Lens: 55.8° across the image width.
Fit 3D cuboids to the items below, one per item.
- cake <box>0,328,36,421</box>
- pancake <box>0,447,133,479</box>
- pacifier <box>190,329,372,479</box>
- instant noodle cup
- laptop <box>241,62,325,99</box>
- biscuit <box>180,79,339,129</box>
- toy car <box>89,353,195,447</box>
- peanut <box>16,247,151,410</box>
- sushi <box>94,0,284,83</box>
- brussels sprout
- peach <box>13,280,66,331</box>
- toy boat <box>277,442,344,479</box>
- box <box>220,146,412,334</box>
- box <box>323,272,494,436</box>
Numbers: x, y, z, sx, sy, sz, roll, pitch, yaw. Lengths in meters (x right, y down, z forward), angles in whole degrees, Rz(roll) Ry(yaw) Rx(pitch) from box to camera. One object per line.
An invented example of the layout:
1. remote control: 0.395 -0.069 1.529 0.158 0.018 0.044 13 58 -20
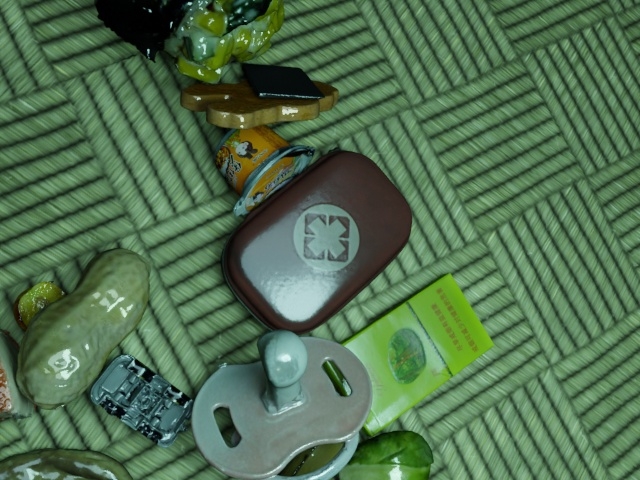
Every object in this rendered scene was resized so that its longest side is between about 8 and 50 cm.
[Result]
1. cake: -0.617 0.225 0.976 0.262 0.158 0.159 -4 77 -15
2. pancake: -0.452 0.491 1.026 0.295 0.049 0.294 2 81 -14
3. pacifier: -0.067 0.274 1.067 0.332 0.220 0.273 -19 101 -18
4. instant noodle cup: -0.127 -0.156 1.182 0.125 0.177 0.208 45 54 11
5. laptop: -0.079 -0.320 1.225 0.135 0.197 0.016 -1 122 -17
6. biscuit: -0.105 -0.272 1.192 0.334 0.202 0.047 -20 129 -39
7. toy car: -0.319 0.282 1.082 0.191 0.100 0.097 45 70 -24
8. peanut: -0.399 0.139 1.040 0.149 0.149 0.313 37 55 -6
9. sushi: -0.211 -0.459 1.118 0.285 0.328 0.328 39 114 -11
10. brussels sprout: 0.127 0.427 1.141 0.183 0.145 0.131 -14 89 -18
11. peach: -0.499 0.124 1.075 0.098 0.061 0.098 14 71 -47
12. toy boat: -0.053 0.468 1.103 0.089 0.121 0.321 39 59 -5
13. box: 0.000 0.000 1.209 0.404 0.108 0.263 -42 92 -18
14. box: 0.183 0.230 1.248 0.335 0.047 0.187 -31 89 -19
